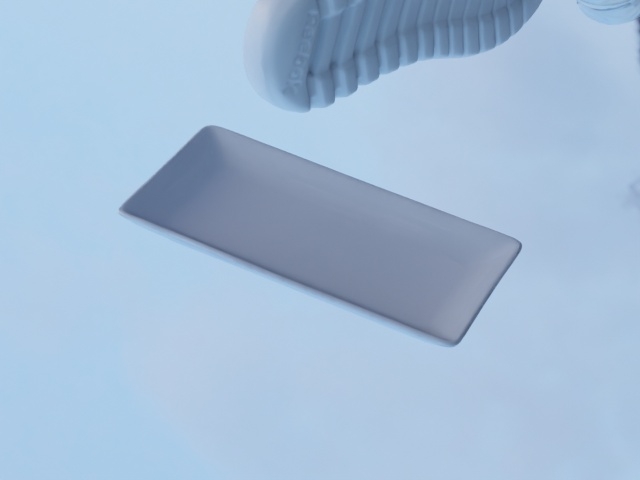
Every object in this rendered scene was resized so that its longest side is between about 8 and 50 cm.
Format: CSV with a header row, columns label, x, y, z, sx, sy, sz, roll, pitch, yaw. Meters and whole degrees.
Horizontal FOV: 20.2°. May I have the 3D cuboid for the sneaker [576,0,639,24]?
label,x,y,z,sx,sy,sz,roll,pitch,yaw
sneaker,0.278,-0.283,1.459,0.090,0.232,0.115,31,-169,17

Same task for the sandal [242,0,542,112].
label,x,y,z,sx,sy,sz,roll,pitch,yaw
sandal,0.067,-0.235,1.578,0.102,0.169,0.416,26,-147,33

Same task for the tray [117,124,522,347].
label,x,y,z,sx,sy,sz,roll,pitch,yaw
tray,0.000,0.000,1.322,0.270,0.030,0.145,21,-140,16
